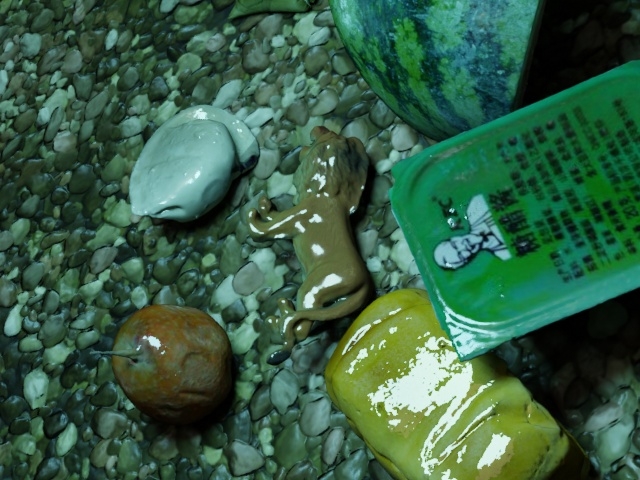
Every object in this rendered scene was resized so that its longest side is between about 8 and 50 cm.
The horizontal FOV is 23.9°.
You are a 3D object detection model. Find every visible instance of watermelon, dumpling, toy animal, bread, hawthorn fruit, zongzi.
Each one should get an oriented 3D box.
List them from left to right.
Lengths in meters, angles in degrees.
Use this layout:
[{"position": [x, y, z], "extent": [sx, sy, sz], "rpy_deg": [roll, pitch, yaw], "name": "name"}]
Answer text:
[{"position": [-0.175, 0.140, 1.776], "extent": [0.149, 0.189, 0.149], "rpy_deg": [-1, 74, 3], "name": "hawthorn fruit"}, {"position": [-0.170, -0.097, 1.948], "extent": [0.176, 0.092, 0.150], "rpy_deg": [-47, 52, 3], "name": "dumpling"}, {"position": [-0.069, -0.316, 2.033], "extent": [0.113, 0.052, 0.104], "rpy_deg": [-52, 53, 17], "name": "zongzi"}, {"position": [0.000, 0.000, 1.784], "extent": [0.157, 0.097, 0.312], "rpy_deg": [-22, 57, 16], "name": "toy animal"}, {"position": [0.133, 0.187, 1.565], "extent": [0.167, 0.132, 0.294], "rpy_deg": [-43, 48, -1], "name": "bread"}, {"position": [0.197, -0.243, 1.697], "extent": [0.292, 0.283, 0.250], "rpy_deg": [-31, 37, -11], "name": "watermelon"}]

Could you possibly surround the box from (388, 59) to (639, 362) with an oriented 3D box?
[{"position": [0.262, -0.019, 1.571], "extent": [0.336, 0.106, 0.264], "rpy_deg": [-23, 53, 5], "name": "box"}]
